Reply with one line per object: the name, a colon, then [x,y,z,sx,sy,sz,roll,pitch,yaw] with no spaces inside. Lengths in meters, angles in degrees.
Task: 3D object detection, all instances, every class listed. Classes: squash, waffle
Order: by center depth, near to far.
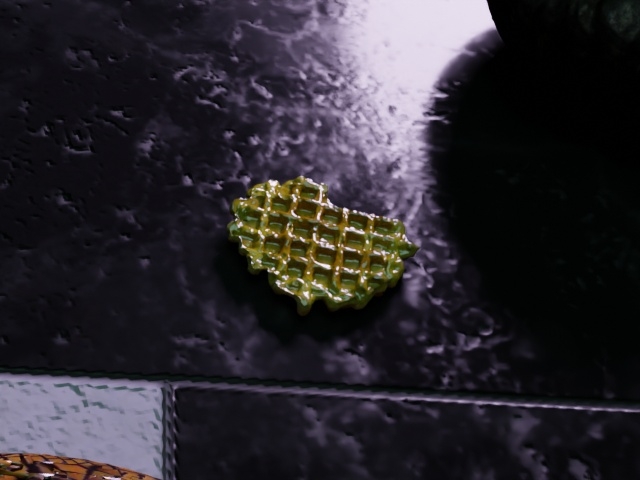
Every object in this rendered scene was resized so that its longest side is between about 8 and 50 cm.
waffle: [-0.002,0.000,0.604,0.085,0.016,0.078,36,47,20]
squash: [0.182,-0.154,0.713,0.193,0.155,0.193,-3,25,1]

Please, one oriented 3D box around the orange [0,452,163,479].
orange: [-0.074,0.165,0.307,0.234,0.182,0.234,7,34,-5]
